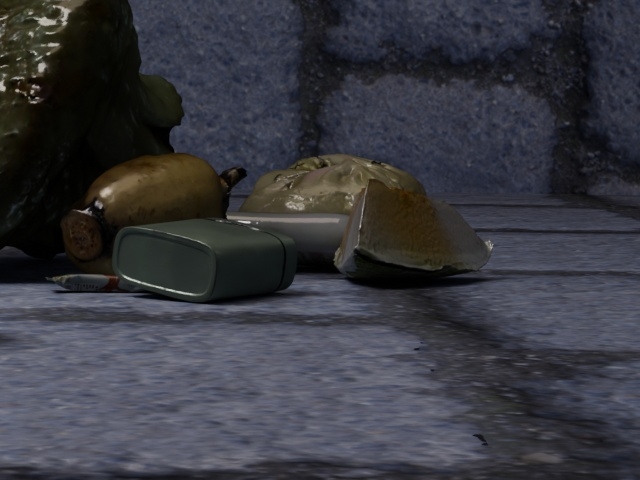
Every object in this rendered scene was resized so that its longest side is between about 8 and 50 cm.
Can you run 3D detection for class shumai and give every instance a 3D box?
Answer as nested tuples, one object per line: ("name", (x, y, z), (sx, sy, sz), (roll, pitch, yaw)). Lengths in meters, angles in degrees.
("shumai", (-0.290, -0.107, 1.977), (0.324, 0.398, 0.323), (11, -19, 37))

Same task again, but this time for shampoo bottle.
("shampoo bottle", (0.000, 0.000, 1.999), (0.220, 0.051, 0.108), (1, -15, 12))

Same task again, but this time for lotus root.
("lotus root", (-0.153, -0.023, 1.856), (0.221, 0.118, 0.125), (-14, -4, -46))

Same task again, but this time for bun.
("bun", (0.020, -0.040, 2.190), (0.210, 0.116, 0.237), (3, 7, 35))

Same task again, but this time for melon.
("melon", (0.071, -0.002, 1.904), (0.202, 0.093, 0.139), (7, -15, -44))

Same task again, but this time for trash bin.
("trash bin", (-0.103, 0.016, 1.730), (0.116, 0.059, 0.130), (12, 10, 31))

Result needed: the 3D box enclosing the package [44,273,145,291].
("package", (-0.193, 0.039, 1.745), (0.110, 0.015, 0.037), (2, -1, -11))
